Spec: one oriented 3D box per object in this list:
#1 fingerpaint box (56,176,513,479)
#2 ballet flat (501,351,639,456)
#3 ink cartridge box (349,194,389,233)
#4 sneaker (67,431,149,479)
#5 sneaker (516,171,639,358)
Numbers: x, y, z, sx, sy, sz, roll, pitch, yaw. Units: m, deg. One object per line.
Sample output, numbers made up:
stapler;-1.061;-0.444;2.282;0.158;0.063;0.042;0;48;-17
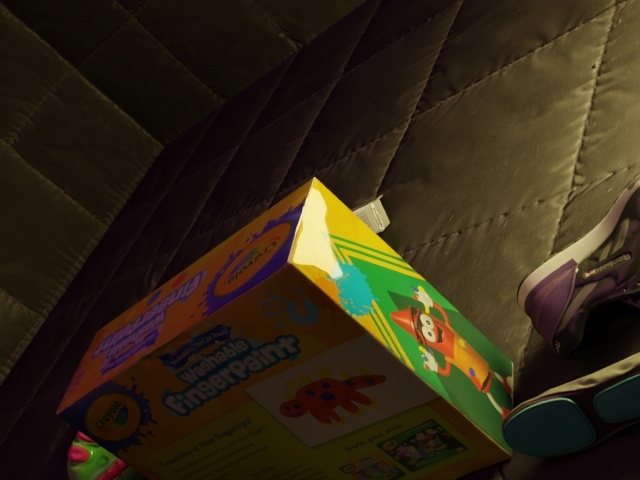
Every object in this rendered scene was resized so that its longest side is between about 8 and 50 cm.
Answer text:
fingerpaint box;-0.046;0.185;1.109;0.445;0.371;0.163;-34;25;34
ballet flat;0.292;0.173;0.923;0.213;0.072;0.068;-31;-1;35
ink cartridge box;0.000;0.000;1.679;0.275;0.060;0.239;-25;1;11
sneaker;-0.241;0.272;1.557;0.483;0.185;0.202;-41;-20;-18
sneaker;0.369;0.027;0.999;0.283;0.107;0.124;-46;36;15
